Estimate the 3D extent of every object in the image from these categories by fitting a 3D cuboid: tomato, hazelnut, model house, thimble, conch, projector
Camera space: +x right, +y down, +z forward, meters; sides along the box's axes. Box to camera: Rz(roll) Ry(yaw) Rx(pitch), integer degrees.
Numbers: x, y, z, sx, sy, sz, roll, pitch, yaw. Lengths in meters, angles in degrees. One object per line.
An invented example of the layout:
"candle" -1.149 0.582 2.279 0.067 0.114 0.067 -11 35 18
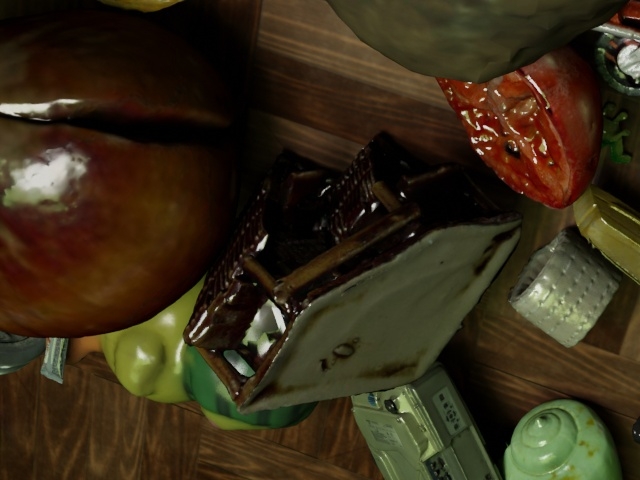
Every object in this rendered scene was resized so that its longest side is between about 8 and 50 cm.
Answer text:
"tomato" 0.221 -0.153 1.748 0.228 0.101 0.228 45 161 20
"hazelnut" -0.300 -0.069 1.869 0.429 0.402 0.402 9 125 25
"model house" 0.000 0.000 1.866 0.317 0.297 0.282 -58 47 20
"thimble" 0.275 0.052 1.870 0.090 0.115 0.102 36 126 -3
"conch" 0.298 0.302 2.041 0.143 0.137 0.251 -15 138 3
"projector" 0.131 0.271 2.050 0.193 0.088 0.270 2 121 62

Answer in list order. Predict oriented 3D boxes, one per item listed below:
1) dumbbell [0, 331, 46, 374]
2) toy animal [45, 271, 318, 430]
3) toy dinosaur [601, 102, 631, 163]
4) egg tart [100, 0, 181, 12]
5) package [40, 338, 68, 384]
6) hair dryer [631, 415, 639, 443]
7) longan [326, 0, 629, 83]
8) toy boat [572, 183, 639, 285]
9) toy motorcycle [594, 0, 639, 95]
"dumbbell" -0.489 0.186 2.265 0.179 0.179 0.406 33 128 1
"toy animal" -0.148 0.116 2.054 0.338 0.216 0.191 19 101 20
"toy dinosaur" 0.291 -0.127 1.803 0.119 0.029 0.060 32 139 5
"egg tart" -0.206 -0.390 1.792 0.294 0.123 0.294 14 125 20
"package" -0.317 0.118 2.012 0.037 0.015 0.110 20 106 28
"hair dryer" 0.469 0.248 1.907 0.251 0.089 0.197 11 162 39
"longan" 0.153 -0.366 1.498 0.404 0.404 0.436 40 155 -5
"toy boat" 0.374 0.015 1.819 0.226 0.088 0.068 37 133 0
"toy motorcycle" 0.384 -0.254 1.634 0.298 0.089 0.171 -24 108 35
